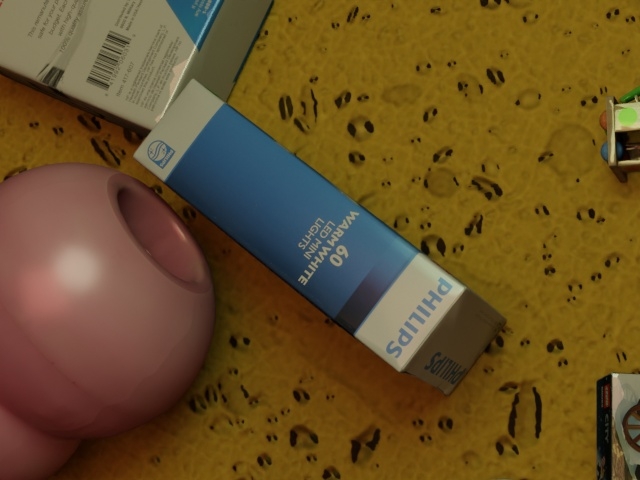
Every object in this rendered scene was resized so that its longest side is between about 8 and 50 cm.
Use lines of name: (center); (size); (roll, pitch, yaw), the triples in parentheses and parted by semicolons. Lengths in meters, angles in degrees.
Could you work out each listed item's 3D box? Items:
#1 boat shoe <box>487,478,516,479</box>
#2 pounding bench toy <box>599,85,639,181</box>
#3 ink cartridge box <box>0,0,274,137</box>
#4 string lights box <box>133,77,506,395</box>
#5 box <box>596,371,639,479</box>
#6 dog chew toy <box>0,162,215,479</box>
boat shoe: (0.031, 0.253, 1.198); (0.277, 0.096, 0.098); (-33, 68, 9)
pounding bench toy: (0.233, -0.089, 1.228); (0.065, 0.052, 0.083); (-4, 77, 19)
ink cartridge box: (-0.163, -0.174, 1.365); (0.203, 0.086, 0.148); (24, 87, 23)
string lights box: (0.000, 0.000, 1.245); (0.260, 0.133, 0.077); (38, 91, 22)
box: (0.262, 0.206, 1.127); (0.159, 0.044, 0.233); (2, 78, -4)
dog chew toy: (-0.238, 0.093, 1.279); (0.332, 0.206, 0.206); (-39, 69, 16)
